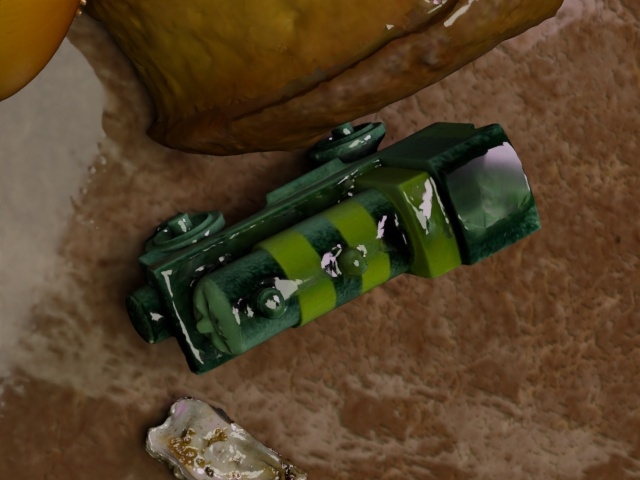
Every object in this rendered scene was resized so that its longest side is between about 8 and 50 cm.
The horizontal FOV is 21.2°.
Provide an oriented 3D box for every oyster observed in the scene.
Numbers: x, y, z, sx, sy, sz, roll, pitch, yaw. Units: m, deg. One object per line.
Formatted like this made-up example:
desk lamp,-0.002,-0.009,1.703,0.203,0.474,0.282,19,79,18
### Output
oyster,-0.053,0.123,0.928,0.093,0.034,0.051,39,63,-11

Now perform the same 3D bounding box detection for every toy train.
toy train,0.000,0.001,0.885,0.200,0.132,0.083,-30,105,-21

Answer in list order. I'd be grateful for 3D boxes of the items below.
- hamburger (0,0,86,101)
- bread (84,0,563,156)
hamburger,-0.185,-0.155,0.738,0.170,0.246,0.246,-22,103,-23
bread,0.037,-0.182,0.837,0.340,0.179,0.194,-37,107,-7
